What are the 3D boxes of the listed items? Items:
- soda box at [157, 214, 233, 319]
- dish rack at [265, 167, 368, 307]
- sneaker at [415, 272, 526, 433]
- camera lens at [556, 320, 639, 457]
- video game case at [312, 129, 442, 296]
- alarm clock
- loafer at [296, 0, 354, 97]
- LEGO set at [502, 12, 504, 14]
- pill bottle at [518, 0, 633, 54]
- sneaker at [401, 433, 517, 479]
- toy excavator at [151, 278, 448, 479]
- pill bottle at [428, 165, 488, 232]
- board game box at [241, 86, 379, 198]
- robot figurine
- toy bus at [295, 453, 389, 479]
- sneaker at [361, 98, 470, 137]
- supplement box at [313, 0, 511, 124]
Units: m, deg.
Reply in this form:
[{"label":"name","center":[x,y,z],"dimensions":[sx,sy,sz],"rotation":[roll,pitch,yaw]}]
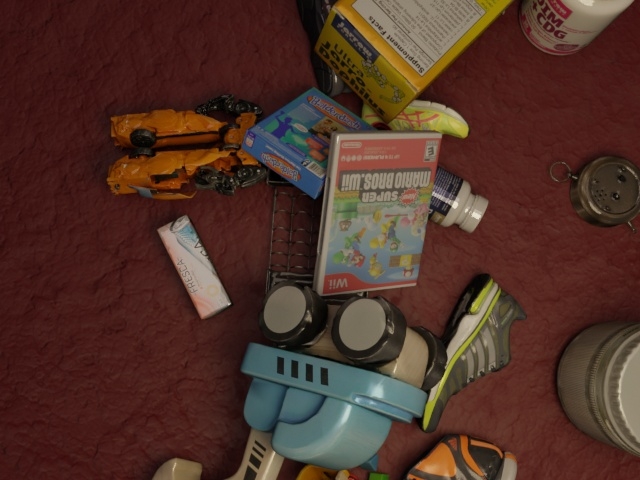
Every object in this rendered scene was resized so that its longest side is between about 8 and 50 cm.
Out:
[{"label":"soda box","center":[-0.224,0.049,1.417],"dimensions":[0.063,0.058,0.183],"rotation":[-27,86,-4]},{"label":"dish rack","center":[0.000,0.000,1.423],"dimensions":[0.208,0.074,0.272],"rotation":[4,84,-1]},{"label":"sneaker","center":[0.266,0.213,1.395],"dimensions":[0.121,0.111,0.300],"rotation":[30,86,-3]},{"label":"camera lens","center":[0.535,0.245,1.313],"dimensions":[0.219,0.274,0.219],"rotation":[0,84,-2]},{"label":"video game case","center":[0.096,-0.046,1.339],"dimensions":[0.204,0.025,0.285],"rotation":[-5,115,-26]},{"label":"alarm clock","center":[0.516,-0.098,1.459],"dimensions":[0.192,0.064,0.129],"rotation":[21,84,4]},{"label":"loafer","center":[0.020,-0.419,1.465],"dimensions":[0.095,0.109,0.303],"rotation":[-13,91,-21]},{"label":"LEGO set","center":[0.324,-0.558,1.519],"dimensions":[0.182,0.060,0.244],"rotation":[34,82,14]},{"label":"pill bottle","center":[0.462,-0.445,1.380],"dimensions":[0.160,0.283,0.160],"rotation":[0,84,-2]},{"label":"sneaker","center":[0.206,0.489,1.366],"dimensions":[0.180,0.124,0.321],"rotation":[21,73,4]},{"label":"toy excavator","center":[-0.057,0.305,1.284],"dimensions":[0.433,0.222,0.445],"rotation":[7,71,34]},{"label":"pill bottle","center":[0.212,-0.082,1.427],"dimensions":[0.169,0.094,0.094],"rotation":[27,84,1]},{"label":"board game box","center":[-0.012,-0.176,1.380],"dimensions":[0.160,0.047,0.210],"rotation":[36,44,12]},{"label":"robot figurine","center":[-0.228,-0.161,1.411],"dimensions":[0.291,0.085,0.211],"rotation":[-3,62,-2]},{"label":"toy bus","center":[0.026,0.471,1.352],"dimensions":[0.104,0.191,0.202],"rotation":[-2,86,36]},{"label":"sneaker","center":[0.170,-0.211,1.452],"dimensions":[0.208,0.081,0.094],"rotation":[16,85,10]},{"label":"supplement box","center":[0.188,-0.404,1.343],"dimensions":[0.194,0.195,0.356],"rotation":[45,78,-1]}]
